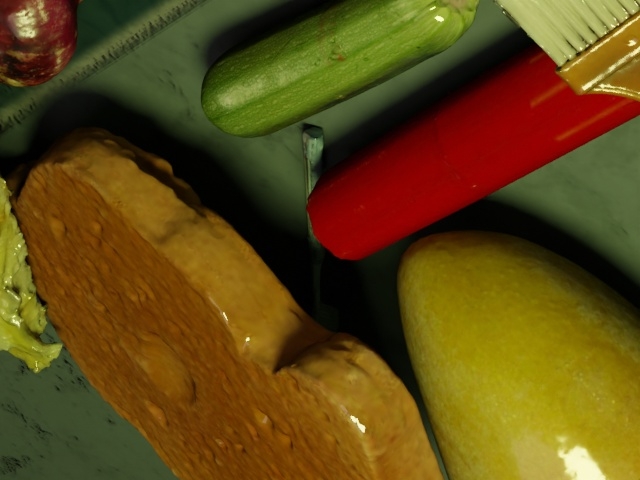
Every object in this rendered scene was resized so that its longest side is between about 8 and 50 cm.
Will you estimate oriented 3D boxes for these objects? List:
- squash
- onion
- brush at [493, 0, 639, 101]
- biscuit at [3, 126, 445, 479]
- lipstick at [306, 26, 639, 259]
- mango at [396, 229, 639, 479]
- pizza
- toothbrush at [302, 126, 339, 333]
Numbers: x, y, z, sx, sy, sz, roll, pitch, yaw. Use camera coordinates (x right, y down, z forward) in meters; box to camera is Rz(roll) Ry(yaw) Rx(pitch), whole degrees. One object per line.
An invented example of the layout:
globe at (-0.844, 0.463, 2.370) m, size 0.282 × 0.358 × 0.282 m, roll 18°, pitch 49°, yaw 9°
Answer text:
squash at (0.007, -0.116, 1.131) m, size 0.229 × 0.066 × 0.066 m, roll -20°, pitch 120°, yaw 46°
onion at (-0.200, -0.155, 1.209) m, size 0.107 × 0.097 × 0.107 m, roll 42°, pitch 146°, yaw 37°
brush at (0.223, -0.060, 1.013) m, size 0.090 × 0.017 × 0.314 m, roll -36°, pitch 114°, yaw 25°
biscuit at (-0.076, 0.094, 1.323) m, size 0.455 × 0.078 × 0.349 m, roll 40°, pitch 150°, yaw 23°
lipstick at (0.099, -0.063, 1.123) m, size 0.073 × 0.073 × 0.280 m, roll 43°, pitch 139°, yaw -17°
mango at (0.177, 0.152, 1.210) m, size 0.199 × 0.221 × 0.384 m, roll -29°, pitch 102°, yaw 10°
pizza at (-0.283, -0.003, 1.378) m, size 0.280 × 0.075 × 0.287 m, roll 5°, pitch 132°, yaw 55°
toothbrush at (0.000, 0.000, 1.310) m, size 0.019 × 0.016 × 0.219 m, roll 16°, pitch 141°, yaw 16°
